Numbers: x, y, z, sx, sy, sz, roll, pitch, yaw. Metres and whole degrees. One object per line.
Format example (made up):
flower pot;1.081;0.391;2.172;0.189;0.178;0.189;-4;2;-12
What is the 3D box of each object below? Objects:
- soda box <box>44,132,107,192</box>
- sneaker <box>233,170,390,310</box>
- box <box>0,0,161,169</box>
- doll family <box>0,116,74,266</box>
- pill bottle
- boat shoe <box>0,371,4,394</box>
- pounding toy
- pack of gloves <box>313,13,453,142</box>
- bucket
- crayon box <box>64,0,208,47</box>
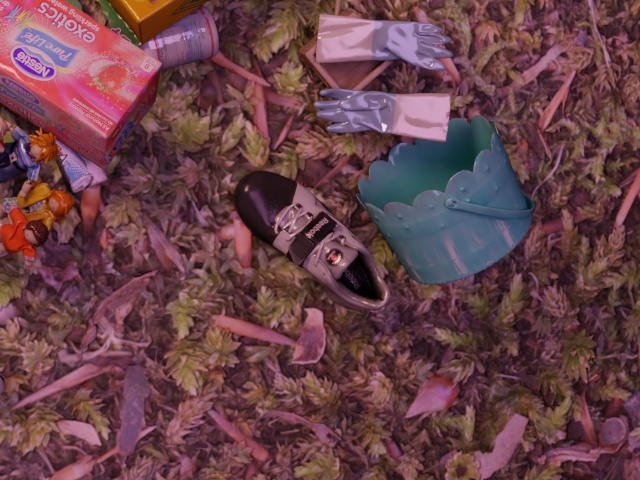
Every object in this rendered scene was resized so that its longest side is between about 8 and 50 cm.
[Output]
soda box;-0.403;-0.170;1.898;0.063;0.058;0.183;-24;102;-17
sneaker;0.000;0.000;2.023;0.330;0.146;0.122;40;82;-18
box;-0.405;-0.262;1.785;0.300;0.142;0.154;33;70;-1
doll family;-0.461;-0.096;1.829;0.118;0.163;0.263;-32;105;-54
pill bottle;-0.251;-0.321;1.927;0.160;0.087;0.087;-18;101;-18
boat shoe;-0.594;0.115;1.818;0.335;0.121;0.119;49;50;-30
pounding toy;0.038;-0.334;2.042;0.130;0.100;0.141;-41;107;0
pack of gloves;0.105;-0.273;2.004;0.232;0.046;0.195;5;102;-2
bucket;0.218;-0.067;2.038;0.281;0.281;0.183;-37;113;-14
crayon box;-0.254;-0.454;1.875;0.323;0.083;0.203;-37;79;-13
